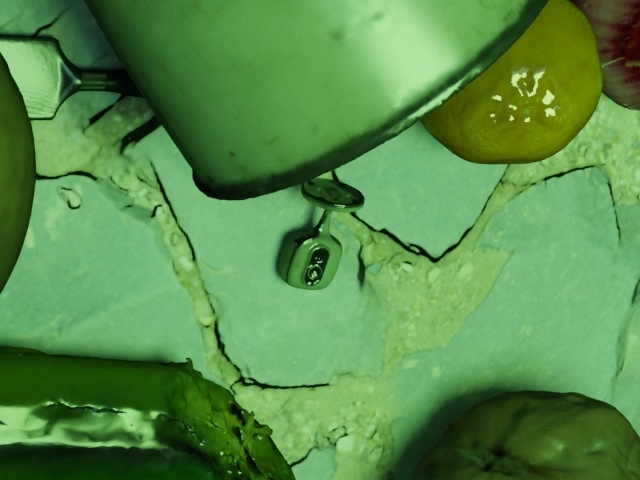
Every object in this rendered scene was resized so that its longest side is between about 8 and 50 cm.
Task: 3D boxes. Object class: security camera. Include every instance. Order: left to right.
[{"bbox_3d":[0.000,0.000,1.001,0.058,0.058,0.092,2,114,-26],"label":"security camera"}]

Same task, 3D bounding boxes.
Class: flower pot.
[{"bbox_3d":[-0.052,-0.237,0.770,0.293,0.293,0.330,-40,111,-8],"label":"flower pot"}]

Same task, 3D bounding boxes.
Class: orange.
[{"bbox_3d":[0.153,-0.132,0.967,0.159,0.136,0.159,-3,119,-5],"label":"orange"}]

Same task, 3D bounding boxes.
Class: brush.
[{"bbox_3d":[-0.192,-0.119,0.886,0.193,0.016,0.063,-1,108,-25],"label":"brush"}]

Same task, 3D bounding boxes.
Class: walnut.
[{"bbox_3d":[0.197,0.270,1.078,0.227,0.273,0.273,-15,118,19],"label":"walnut"}]

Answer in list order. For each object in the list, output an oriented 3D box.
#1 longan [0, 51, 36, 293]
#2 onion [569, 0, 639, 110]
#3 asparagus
[{"bbox_3d":[-0.306,-0.020,0.722,0.243,0.300,0.300,20,99,-2],"label":"longan"},{"bbox_3d":[0.323,-0.205,1.016,0.230,0.163,0.230,-10,123,-16],"label":"onion"},{"bbox_3d":[-0.172,0.148,0.936,0.382,0.108,0.128,9,102,-29],"label":"asparagus"}]
